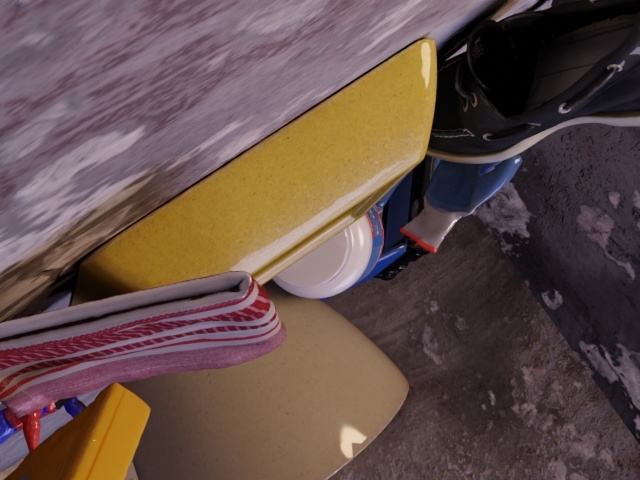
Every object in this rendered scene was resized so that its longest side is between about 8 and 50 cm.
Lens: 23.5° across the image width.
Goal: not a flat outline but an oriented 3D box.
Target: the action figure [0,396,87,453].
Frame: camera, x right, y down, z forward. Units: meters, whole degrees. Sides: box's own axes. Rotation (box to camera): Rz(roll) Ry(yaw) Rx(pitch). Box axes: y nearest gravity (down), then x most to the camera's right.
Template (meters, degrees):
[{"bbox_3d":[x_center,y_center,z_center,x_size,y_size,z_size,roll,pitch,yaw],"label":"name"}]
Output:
[{"bbox_3d":[-0.337,0.239,1.718,0.280,0.139,0.091,-38,177,13],"label":"action figure"}]

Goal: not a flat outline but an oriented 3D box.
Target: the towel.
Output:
[{"bbox_3d":[-0.147,0.079,1.109,0.237,0.037,0.329,-13,171,0],"label":"towel"}]

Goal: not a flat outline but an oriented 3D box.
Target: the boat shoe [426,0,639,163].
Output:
[{"bbox_3d":[0.178,-0.147,1.328,0.340,0.113,0.127,1,-113,49],"label":"boat shoe"}]

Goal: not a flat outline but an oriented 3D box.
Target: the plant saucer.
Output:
[{"bbox_3d":[-0.051,-0.014,1.309,0.333,0.081,0.333,-34,178,-15],"label":"plant saucer"}]

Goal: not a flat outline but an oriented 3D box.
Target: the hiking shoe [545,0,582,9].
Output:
[{"bbox_3d":[0.234,-0.177,1.543,0.227,0.114,0.086,-36,176,30],"label":"hiking shoe"}]

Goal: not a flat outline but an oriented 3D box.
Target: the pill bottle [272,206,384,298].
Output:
[{"bbox_3d":[0.000,0.000,1.685,0.124,0.124,0.221,-35,178,8],"label":"pill bottle"}]

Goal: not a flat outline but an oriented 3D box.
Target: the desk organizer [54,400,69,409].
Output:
[{"bbox_3d":[-0.270,0.139,1.601,0.047,0.050,0.130,-34,177,-13],"label":"desk organizer"}]

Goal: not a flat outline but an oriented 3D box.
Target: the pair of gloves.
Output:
[{"bbox_3d":[0.098,-0.076,1.461,0.159,0.023,0.198,-52,-136,-8],"label":"pair of gloves"}]

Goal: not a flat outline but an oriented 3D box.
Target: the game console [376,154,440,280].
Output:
[{"bbox_3d":[0.047,-0.020,2.086,0.173,0.250,0.293,7,170,-8],"label":"game console"}]

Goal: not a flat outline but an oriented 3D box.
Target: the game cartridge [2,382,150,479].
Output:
[{"bbox_3d":[-0.265,0.281,1.126,0.324,0.053,0.285,-43,-162,35],"label":"game cartridge"}]

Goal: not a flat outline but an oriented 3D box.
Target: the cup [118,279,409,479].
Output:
[{"bbox_3d":[-0.100,0.157,1.748,0.331,0.237,0.331,-33,-172,5],"label":"cup"}]
